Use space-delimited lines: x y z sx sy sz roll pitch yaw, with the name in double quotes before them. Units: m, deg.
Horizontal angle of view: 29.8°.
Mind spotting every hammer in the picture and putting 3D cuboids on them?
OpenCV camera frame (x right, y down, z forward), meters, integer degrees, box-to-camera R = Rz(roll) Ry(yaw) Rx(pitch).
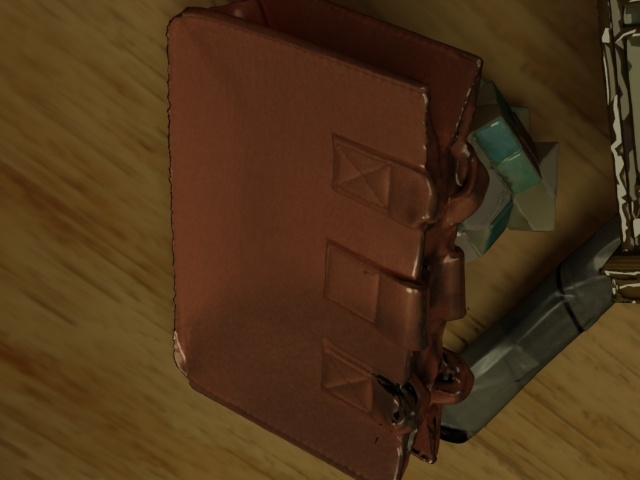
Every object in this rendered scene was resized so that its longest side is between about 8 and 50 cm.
"hammer" 0.181 -0.038 0.582 0.152 0.044 0.427 34 120 -18

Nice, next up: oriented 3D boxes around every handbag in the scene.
"handbag" 0.000 0.000 0.558 0.157 0.059 0.213 24 127 33

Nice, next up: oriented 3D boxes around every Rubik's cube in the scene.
"Rubik's cube" 0.079 -0.035 0.580 0.073 0.084 0.075 -30 133 17

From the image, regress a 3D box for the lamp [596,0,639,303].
"lamp" 0.147 -0.140 0.466 0.090 0.089 0.326 -1 108 30
